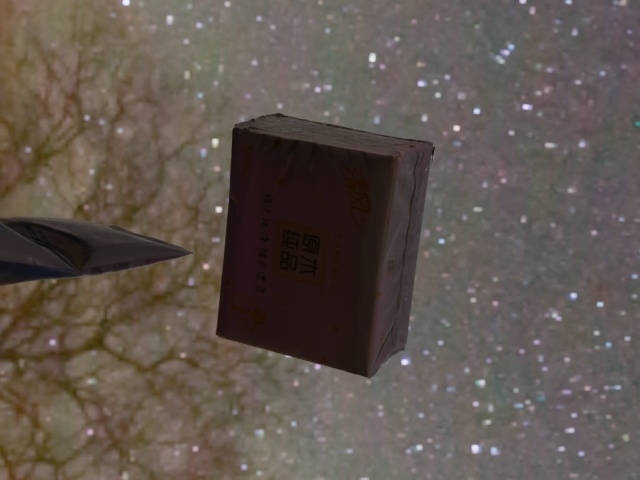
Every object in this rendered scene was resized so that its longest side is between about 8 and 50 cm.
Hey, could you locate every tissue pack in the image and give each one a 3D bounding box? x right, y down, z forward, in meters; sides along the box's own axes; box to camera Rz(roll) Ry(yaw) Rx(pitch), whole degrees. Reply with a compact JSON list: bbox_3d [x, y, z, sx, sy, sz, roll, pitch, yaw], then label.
[{"bbox_3d":[0.000,0.000,1.190,0.185,0.124,0.225,12,-74,22],"label":"tissue pack"}]

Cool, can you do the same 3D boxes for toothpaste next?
[{"bbox_3d":[-0.212,0.004,0.908,0.096,0.266,0.061,18,-80,29],"label":"toothpaste"}]
